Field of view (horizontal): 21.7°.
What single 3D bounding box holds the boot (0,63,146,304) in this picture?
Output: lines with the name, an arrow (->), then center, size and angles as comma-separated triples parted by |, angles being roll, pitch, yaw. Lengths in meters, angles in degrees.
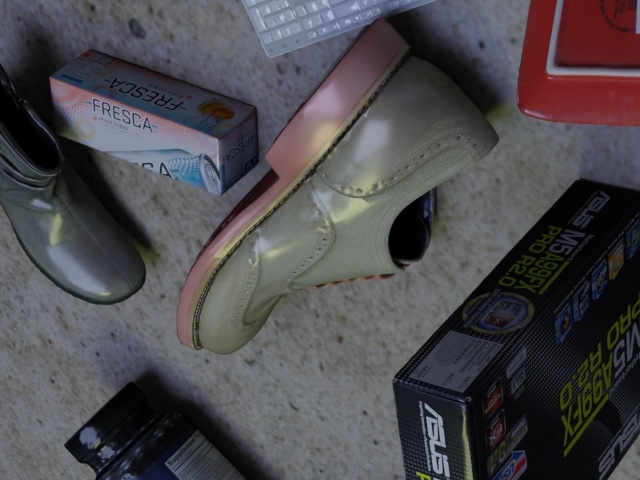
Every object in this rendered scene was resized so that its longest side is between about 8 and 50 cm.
boot -> -0.248, -0.048, 1.500 | 0.246, 0.083, 0.161 | 48, 164, 0

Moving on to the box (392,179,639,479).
box -> 0.156, 0.115, 1.204 | 0.060, 0.270, 0.216 | 14, 129, 32

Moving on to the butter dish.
butter dish -> 0.224, -0.142, 1.072 | 0.160, 0.118, 0.160 | 6, 83, 38

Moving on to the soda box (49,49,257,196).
soda box -> -0.144, -0.103, 1.435 | 0.183, 0.058, 0.063 | 21, 133, 26

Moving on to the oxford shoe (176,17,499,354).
oxford shoe -> 0.000, 0.000, 1.344 | 0.146, 0.140, 0.397 | 37, 140, 0

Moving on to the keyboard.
keyboard -> 0.034, -0.199, 1.249 | 0.256, 0.014, 0.072 | -13, 112, 44

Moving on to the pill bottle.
pill bottle -> -0.146, 0.250, 1.663 | 0.219, 0.123, 0.123 | 46, 138, 0
